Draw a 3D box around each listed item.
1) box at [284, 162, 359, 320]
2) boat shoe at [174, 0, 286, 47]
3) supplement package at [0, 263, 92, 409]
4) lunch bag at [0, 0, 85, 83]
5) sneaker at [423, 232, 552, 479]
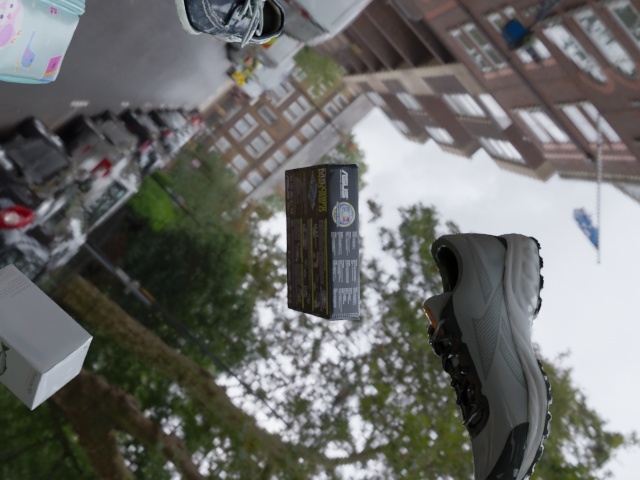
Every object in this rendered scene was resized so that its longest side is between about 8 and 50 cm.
[{"bbox_3d":[0.000,0.000,1.538,0.060,0.270,0.216,-2,-179,-23],"label":"box"},{"bbox_3d":[-0.091,-0.250,0.896,0.254,0.079,0.095,-6,101,-82],"label":"boat shoe"},{"bbox_3d":[-0.452,0.144,1.287,0.105,0.179,0.105,-40,166,-47],"label":"supplement package"},{"bbox_3d":[-0.348,-0.227,0.698,0.224,0.279,0.108,-57,173,-80],"label":"lunch bag"},{"bbox_3d":[0.145,0.110,0.782,0.100,0.108,0.272,111,-14,-55],"label":"sneaker"}]
